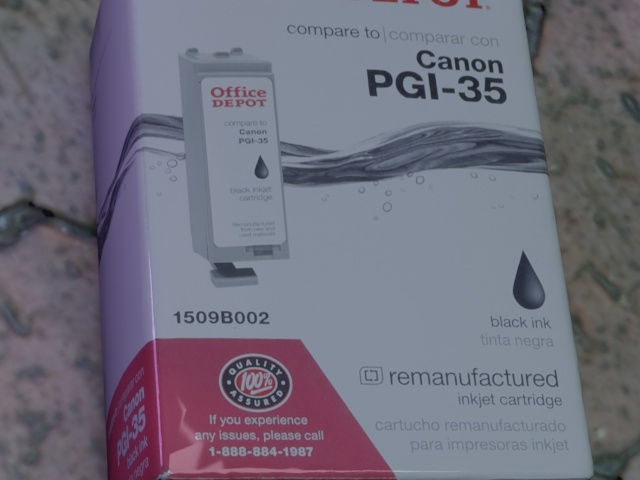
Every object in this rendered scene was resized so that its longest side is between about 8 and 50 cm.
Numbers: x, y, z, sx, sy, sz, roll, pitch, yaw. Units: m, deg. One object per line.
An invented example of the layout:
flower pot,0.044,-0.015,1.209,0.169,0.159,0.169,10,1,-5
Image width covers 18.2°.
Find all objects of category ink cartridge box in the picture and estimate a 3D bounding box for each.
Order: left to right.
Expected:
ink cartridge box,0.000,0.000,0.962,0.207,0.117,0.283,1,64,-15
